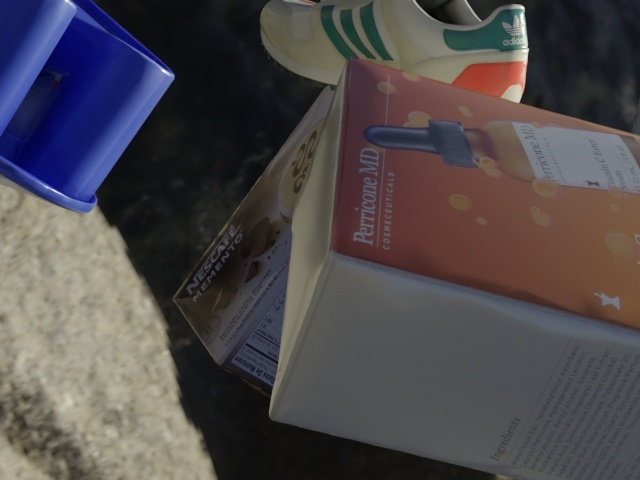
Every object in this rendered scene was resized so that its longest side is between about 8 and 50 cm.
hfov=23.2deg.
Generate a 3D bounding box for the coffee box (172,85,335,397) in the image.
[{"bbox_3d":[0.000,0.000,1.560,0.119,0.168,0.297,33,97,-30],"label":"coffee box"}]

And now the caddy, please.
[{"bbox_3d":[-0.278,-0.149,1.231,0.179,0.341,0.241,-52,136,4],"label":"caddy"}]

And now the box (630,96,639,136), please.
[{"bbox_3d":[0.366,-0.048,1.577,0.311,0.121,0.148,-57,153,-63],"label":"box"}]

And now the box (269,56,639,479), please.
[{"bbox_3d":[0.076,0.017,0.624,0.170,0.091,0.130,14,40,-7],"label":"box"}]

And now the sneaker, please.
[{"bbox_3d":[0.036,-0.101,0.726,0.057,0.161,0.075,-10,120,-41],"label":"sneaker"}]
